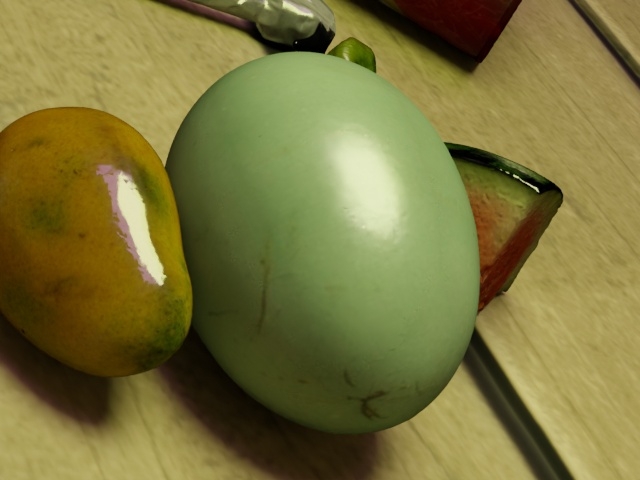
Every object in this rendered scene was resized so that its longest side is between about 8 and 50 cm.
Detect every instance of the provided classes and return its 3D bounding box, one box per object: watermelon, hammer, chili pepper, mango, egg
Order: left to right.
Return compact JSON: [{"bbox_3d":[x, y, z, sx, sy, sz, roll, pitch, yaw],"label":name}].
[{"bbox_3d":[-0.181,-0.213,1.354,0.427,0.044,0.152,17,32,-21],"label":"hammer"},{"bbox_3d":[-0.126,0.002,0.998,0.089,0.111,0.163,38,33,-51],"label":"mango"},{"bbox_3d":[0.000,0.000,1.052,0.168,0.168,0.231,7,48,-36],"label":"egg"},{"bbox_3d":[0.030,-0.087,1.337,0.050,0.052,0.202,-21,34,1],"label":"chili pepper"},{"bbox_3d":[0.078,-0.010,1.210,0.193,0.137,0.145,-5,15,29],"label":"watermelon"}]

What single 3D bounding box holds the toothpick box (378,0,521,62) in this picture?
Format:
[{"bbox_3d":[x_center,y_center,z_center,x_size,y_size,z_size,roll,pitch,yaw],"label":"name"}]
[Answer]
[{"bbox_3d":[0.039,-0.312,1.545,0.333,0.204,0.204,30,29,0],"label":"toothpick box"}]
